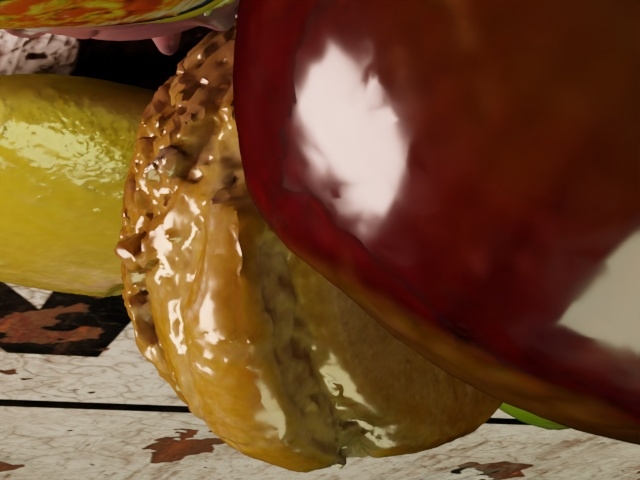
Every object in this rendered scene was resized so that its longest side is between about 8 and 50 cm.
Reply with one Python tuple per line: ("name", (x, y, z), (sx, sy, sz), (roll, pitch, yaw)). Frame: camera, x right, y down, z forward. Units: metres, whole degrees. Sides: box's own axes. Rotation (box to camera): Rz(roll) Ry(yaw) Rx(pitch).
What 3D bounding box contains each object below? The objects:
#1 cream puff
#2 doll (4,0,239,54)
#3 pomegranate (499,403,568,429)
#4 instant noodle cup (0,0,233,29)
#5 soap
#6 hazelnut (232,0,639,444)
("cream puff", (0.000, 0.000, 1.055), (0.231, 0.343, 0.327), (6, 136, 41))
("doll", (-0.089, -0.174, 0.883), (0.262, 0.093, 0.211), (-20, 157, 28))
("pomegranate", (0.184, 0.025, 1.366), (0.302, 0.236, 0.236), (40, 143, -19))
("instant noodle cup", (-0.144, -0.203, 0.513), (0.254, 0.325, 0.325), (1, 162, -38))
("soap", (-0.162, -0.031, 1.247), (0.427, 0.115, 0.306), (12, 159, -37))
("hazelnut", (0.176, -0.083, 0.766), (0.429, 0.402, 0.402), (18, 152, -37))
